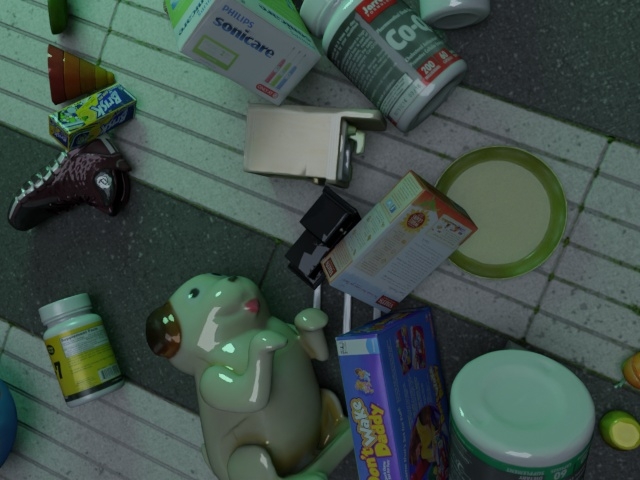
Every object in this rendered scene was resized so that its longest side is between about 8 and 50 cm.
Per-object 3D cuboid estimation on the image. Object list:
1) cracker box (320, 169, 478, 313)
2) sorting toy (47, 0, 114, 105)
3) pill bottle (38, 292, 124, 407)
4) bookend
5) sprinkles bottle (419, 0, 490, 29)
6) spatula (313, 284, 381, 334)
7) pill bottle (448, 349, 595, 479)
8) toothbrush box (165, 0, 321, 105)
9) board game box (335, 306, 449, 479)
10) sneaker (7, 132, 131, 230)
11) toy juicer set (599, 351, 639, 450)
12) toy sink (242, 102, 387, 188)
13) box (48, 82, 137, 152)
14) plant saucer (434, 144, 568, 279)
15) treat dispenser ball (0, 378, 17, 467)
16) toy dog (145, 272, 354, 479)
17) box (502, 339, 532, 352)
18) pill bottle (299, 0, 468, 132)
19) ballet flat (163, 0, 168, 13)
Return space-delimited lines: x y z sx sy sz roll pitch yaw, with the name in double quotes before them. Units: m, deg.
"cracker box" 0.134 0.009 1.064 0.232 0.155 0.067 -46 39 19
"sorting toy" -0.488 -0.458 1.249 0.126 0.127 0.366 -1 89 -17
"pill bottle" -0.490 0.222 1.250 0.119 0.119 0.209 -21 87 12
"bookend" 0.000 0.000 1.103 0.072 0.157 0.156 39 87 14
"sprinkles bottle" 0.223 -0.561 1.069 0.121 0.121 0.356 -4 91 12
"spatula" 0.050 0.115 1.186 0.168 0.019 0.242 3 94 6
"pill bottle" 0.307 0.368 0.977 0.204 0.204 0.361 0 126 12
"toothbrush box" -0.145 -0.393 1.039 0.122 0.206 0.283 -45 48 25
"board game box" 0.143 0.308 1.056 0.078 0.233 0.348 -10 90 32
"sneaker" -0.499 -0.083 1.249 0.281 0.106 0.162 -44 86 9
"toy juicer set" 0.662 0.291 1.034 0.328 0.089 0.210 12 82 19
"toy sink" -0.005 -0.167 1.117 0.233 0.153 0.131 5 93 11
"box" -0.443 -0.244 1.201 0.059 0.169 0.054 41 141 8
"plant saucer" 0.318 -0.050 1.111 0.240 0.037 0.241 1 93 11
"treat dispenser ball" -0.767 0.381 1.227 0.287 0.288 0.289 0 92 12
"toy dog" -0.130 0.245 1.127 0.395 0.284 0.408 -32 86 48
"box" 0.360 0.244 1.081 0.101 0.102 0.087 28 100 10
"pill bottle" 0.106 -0.343 1.080 0.161 0.161 0.283 -45 84 10
"ballet flat" -0.224 -0.495 1.192 0.206 0.067 0.073 -15 89 12
